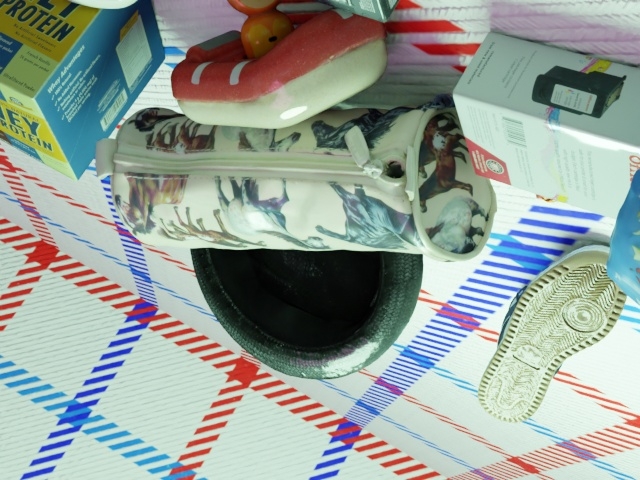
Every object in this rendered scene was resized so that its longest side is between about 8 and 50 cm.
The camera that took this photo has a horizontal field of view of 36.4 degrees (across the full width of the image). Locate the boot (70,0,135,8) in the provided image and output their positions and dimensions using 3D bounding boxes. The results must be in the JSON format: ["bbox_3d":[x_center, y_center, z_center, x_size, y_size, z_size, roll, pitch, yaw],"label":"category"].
[{"bbox_3d":[-0.275,-0.333,0.933,0.244,0.088,0.176,32,161,8],"label":"boot"}]

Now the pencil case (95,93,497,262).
[{"bbox_3d":[-0.035,-0.065,1.004,0.410,0.160,0.183,3,162,32],"label":"pencil case"}]

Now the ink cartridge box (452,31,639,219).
[{"bbox_3d":[0.212,-0.089,0.810,0.175,0.072,0.127,21,159,28],"label":"ink cartridge box"}]

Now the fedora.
[{"bbox_3d":[0.000,0.000,1.183,0.334,0.334,0.152,21,-168,29],"label":"fedora"}]

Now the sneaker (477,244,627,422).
[{"bbox_3d":[0.281,0.080,1.145,0.099,0.153,0.282,31,132,8],"label":"sneaker"}]

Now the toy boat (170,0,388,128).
[{"bbox_3d":[-0.047,-0.193,0.897,0.231,0.151,0.151,10,123,48],"label":"toy boat"}]

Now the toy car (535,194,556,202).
[{"bbox_3d":[0.243,-0.054,0.906,0.060,0.040,0.122,42,160,-31],"label":"toy car"}]

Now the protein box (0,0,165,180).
[{"bbox_3d":[-0.294,-0.213,1.090,0.136,0.200,0.201,28,161,10],"label":"protein box"}]

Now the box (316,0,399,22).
[{"bbox_3d":[-0.036,-0.278,0.729,0.183,0.059,0.232,22,161,25],"label":"box"}]

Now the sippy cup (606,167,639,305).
[{"bbox_3d":[0.334,0.014,0.668,0.224,0.240,0.305,35,160,34],"label":"sippy cup"}]
